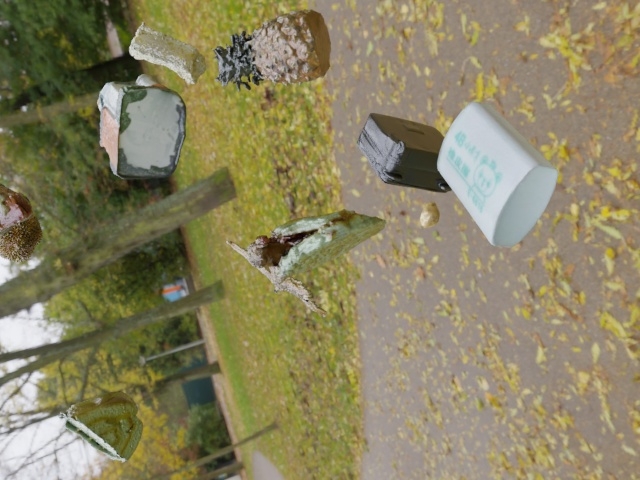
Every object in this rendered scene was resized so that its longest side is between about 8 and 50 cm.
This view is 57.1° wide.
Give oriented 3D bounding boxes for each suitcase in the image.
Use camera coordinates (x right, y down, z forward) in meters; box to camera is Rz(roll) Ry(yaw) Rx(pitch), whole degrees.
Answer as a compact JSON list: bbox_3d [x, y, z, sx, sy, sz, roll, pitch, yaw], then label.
[{"bbox_3d":[0.337,-0.338,2.215,0.339,0.345,0.188,-115,39,-47],"label":"suitcase"}]

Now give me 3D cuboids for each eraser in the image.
[{"bbox_3d":[0.354,-0.144,1.217,0.290,0.104,0.189,-109,37,-51],"label":"eraser"}]

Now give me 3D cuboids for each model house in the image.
[{"bbox_3d":[-0.546,-0.363,1.726,0.301,0.190,0.271,43,130,39],"label":"model house"}]

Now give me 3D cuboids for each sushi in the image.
[{"bbox_3d":[-0.778,-0.098,1.300,0.130,0.332,0.124,-10,-57,-83],"label":"sushi"}]

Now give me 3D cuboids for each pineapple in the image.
[{"bbox_3d":[-0.121,-0.405,1.271,0.158,0.278,0.158,-3,-90,-69],"label":"pineapple"}]

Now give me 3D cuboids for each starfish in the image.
[{"bbox_3d":[-0.092,0.078,1.342,0.295,0.048,0.231,40,165,0],"label":"starfish"}]

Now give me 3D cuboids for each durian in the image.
[{"bbox_3d":[-0.924,-0.011,1.796,0.168,0.137,0.158,-144,60,-63],"label":"durian"}]

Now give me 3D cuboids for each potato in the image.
[{"bbox_3d":[0.331,-0.078,1.778,0.068,0.062,0.083,109,169,-56],"label":"potato"}]

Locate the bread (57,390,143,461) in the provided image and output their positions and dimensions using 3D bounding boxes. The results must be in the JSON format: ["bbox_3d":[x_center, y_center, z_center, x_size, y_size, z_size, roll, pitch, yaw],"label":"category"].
[{"bbox_3d":[-0.408,0.338,1.128,0.103,0.110,0.156,0,135,43],"label":"bread"}]

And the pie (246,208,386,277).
[{"bbox_3d":[0.009,-0.003,1.187,0.274,0.257,0.106,-6,-102,-72],"label":"pie"}]

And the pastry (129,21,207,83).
[{"bbox_3d":[-0.506,-0.617,1.954,0.121,0.258,0.089,-63,-2,2],"label":"pastry"}]
